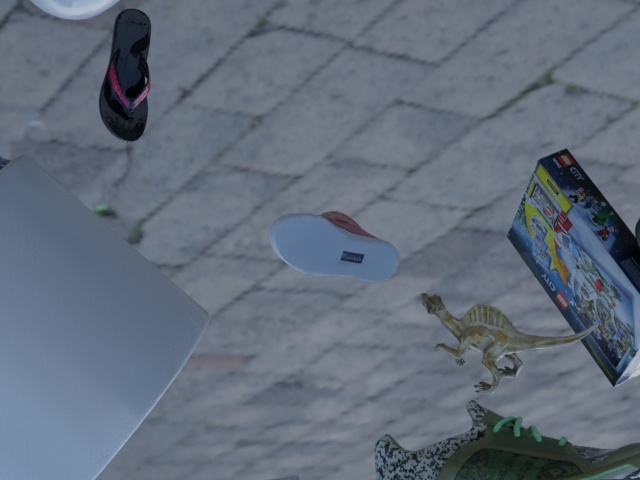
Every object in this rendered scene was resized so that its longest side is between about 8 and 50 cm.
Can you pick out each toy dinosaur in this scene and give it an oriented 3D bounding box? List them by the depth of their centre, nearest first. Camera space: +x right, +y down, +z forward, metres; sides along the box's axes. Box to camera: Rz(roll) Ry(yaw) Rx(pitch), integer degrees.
[{"bbox_3d":[0.179,0.105,1.304,0.183,0.053,0.093,13,124,19],"label":"toy dinosaur"}]

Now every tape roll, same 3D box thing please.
[{"bbox_3d":[-0.214,0.087,0.865,0.169,0.246,0.246,42,136,-9],"label":"tape roll"}]

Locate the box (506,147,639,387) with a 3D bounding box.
[{"bbox_3d":[0.309,0.032,1.484,0.044,0.233,0.159,-22,152,-20],"label":"box"}]

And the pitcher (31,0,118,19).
[{"bbox_3d":[-0.233,-0.322,1.193,0.125,0.178,0.207,-49,173,-46],"label":"pitcher"}]

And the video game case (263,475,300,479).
[{"bbox_3d":[-0.121,0.378,1.375,0.269,0.244,0.061,-4,133,-18],"label":"video game case"}]

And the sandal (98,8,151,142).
[{"bbox_3d":[-0.256,-0.221,1.731,0.067,0.179,0.040,4,-178,-28],"label":"sandal"}]

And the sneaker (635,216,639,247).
[{"bbox_3d":[0.502,-0.023,1.315,0.340,0.125,0.140,1,141,1],"label":"sneaker"}]

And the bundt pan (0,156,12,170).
[{"bbox_3d":[-0.417,0.052,1.285,0.331,0.124,0.331,-14,131,-16],"label":"bundt pan"}]

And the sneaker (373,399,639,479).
[{"bbox_3d":[0.246,0.277,1.654,0.410,0.182,0.158,-12,154,0],"label":"sneaker"}]

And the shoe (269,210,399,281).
[{"bbox_3d":[0.000,0.000,1.440,0.178,0.081,0.063,15,101,-39],"label":"shoe"}]

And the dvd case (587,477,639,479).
[{"bbox_3d":[0.315,0.282,1.151,0.253,0.022,0.180,2,121,-23],"label":"dvd case"}]
